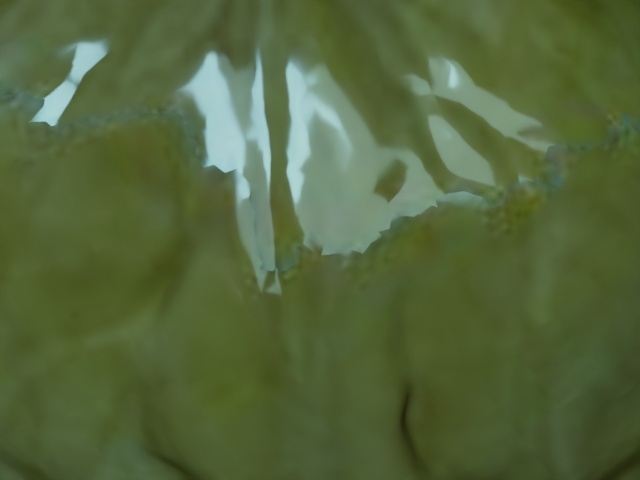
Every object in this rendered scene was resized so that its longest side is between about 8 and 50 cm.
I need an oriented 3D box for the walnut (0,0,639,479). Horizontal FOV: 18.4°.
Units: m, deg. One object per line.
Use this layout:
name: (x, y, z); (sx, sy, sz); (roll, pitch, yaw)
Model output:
walnut: (0.000, 0.000, 0.413); (0.195, 0.221, 0.195); (-4, 59, 7)
